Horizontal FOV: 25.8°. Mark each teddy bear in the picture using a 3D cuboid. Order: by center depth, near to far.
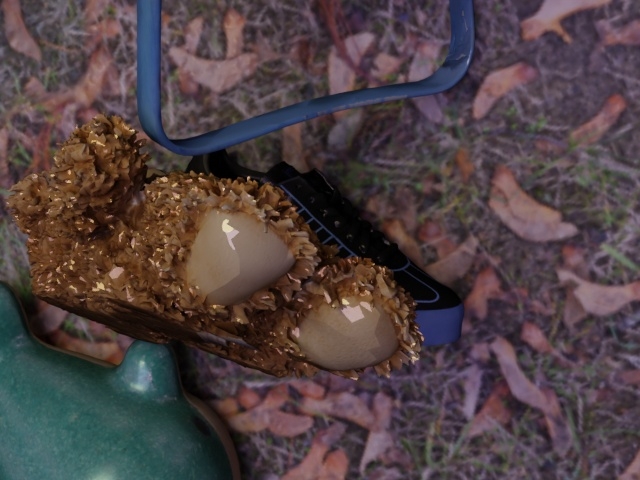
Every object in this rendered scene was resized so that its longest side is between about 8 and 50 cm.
[{"bbox_3d":[-0.072,0.006,0.874,0.245,0.338,0.113,25,78,-14],"label":"teddy bear"}]

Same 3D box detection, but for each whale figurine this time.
[{"bbox_3d":[-0.189,0.155,1.033,0.272,0.141,0.216,44,105,5],"label":"whale figurine"}]

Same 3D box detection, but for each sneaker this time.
[{"bbox_3d":[0.000,0.000,0.998,0.232,0.081,0.090,20,109,11],"label":"sneaker"}]

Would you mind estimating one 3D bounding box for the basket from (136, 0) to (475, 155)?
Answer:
[{"bbox_3d":[-0.009,-0.211,0.876,0.201,0.255,0.289,32,132,46],"label":"basket"}]
